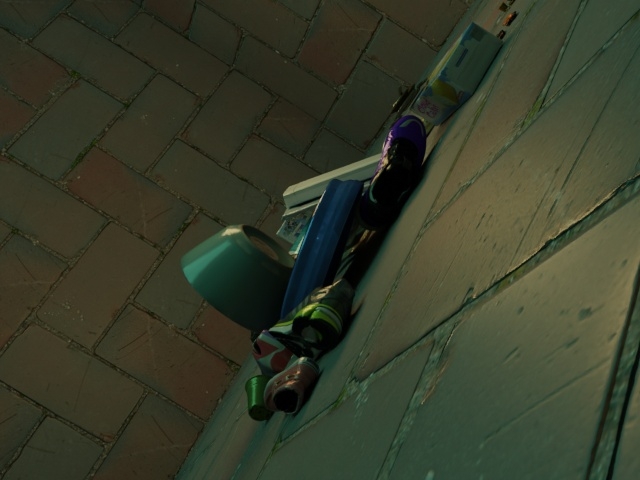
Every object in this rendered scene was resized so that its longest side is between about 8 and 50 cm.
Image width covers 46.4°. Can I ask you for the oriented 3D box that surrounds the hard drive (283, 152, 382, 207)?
[{"bbox_3d":[0.070,-0.187,2.184,0.353,0.047,0.233,-19,8,5],"label":"hard drive"}]

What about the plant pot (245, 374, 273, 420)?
[{"bbox_3d":[-0.130,0.355,1.655,0.083,0.083,0.079,-56,16,29],"label":"plant pot"}]

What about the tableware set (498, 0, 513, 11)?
[{"bbox_3d":[0.527,-0.682,1.993,0.154,0.024,0.104,-58,3,12],"label":"tableware set"}]

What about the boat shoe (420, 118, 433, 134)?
[{"bbox_3d":[0.292,-0.335,2.017,0.153,0.048,0.056,-58,3,1],"label":"boat shoe"}]

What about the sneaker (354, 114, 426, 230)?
[{"bbox_3d":[0.180,-0.163,1.667,0.146,0.102,0.293,131,163,-72],"label":"sneaker"}]

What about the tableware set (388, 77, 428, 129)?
[{"bbox_3d":[0.200,-0.344,1.816,0.128,0.039,0.194,-56,-2,22],"label":"tableware set"}]

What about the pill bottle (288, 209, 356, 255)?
[{"bbox_3d":[-0.008,0.032,2.205,0.264,0.146,0.146,-58,3,-19],"label":"pill bottle"}]

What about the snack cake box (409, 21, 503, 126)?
[{"bbox_3d":[0.316,-0.386,1.768,0.152,0.089,0.264,-59,3,-11],"label":"snack cake box"}]

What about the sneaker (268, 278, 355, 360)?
[{"bbox_3d":[-0.009,0.159,1.475,0.121,0.111,0.300,-52,8,-26],"label":"sneaker"}]

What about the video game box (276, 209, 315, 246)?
[{"bbox_3d":[-0.004,-0.040,2.332,0.187,0.205,0.048,-58,-4,-15],"label":"video game box"}]

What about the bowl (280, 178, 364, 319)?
[{"bbox_3d":[0.002,0.037,1.747,0.391,0.077,0.391,20,-90,-86],"label":"bowl"}]

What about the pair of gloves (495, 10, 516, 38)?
[{"bbox_3d":[0.434,-0.501,1.764,0.083,0.010,0.074,-60,4,1],"label":"pair of gloves"}]

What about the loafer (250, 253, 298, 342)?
[{"bbox_3d":[-0.087,0.170,2.100,0.366,0.130,0.133,122,157,-46],"label":"loafer"}]

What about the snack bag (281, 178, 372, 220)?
[{"bbox_3d":[0.053,-0.128,2.133,0.343,0.037,0.323,-19,9,4],"label":"snack bag"}]

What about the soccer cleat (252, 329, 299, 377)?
[{"bbox_3d":[-0.109,0.264,1.742,0.108,0.116,0.318,-59,3,-18],"label":"soccer cleat"}]

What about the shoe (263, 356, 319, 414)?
[{"bbox_3d":[-0.069,0.285,1.372,0.178,0.063,0.081,-49,3,43],"label":"shoe"}]

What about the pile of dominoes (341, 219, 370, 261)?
[{"bbox_3d":[0.107,-0.009,2.034,0.196,0.040,0.251,-59,11,-25],"label":"pile of dominoes"}]

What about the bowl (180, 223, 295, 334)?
[{"bbox_3d":[-0.174,0.076,1.859,0.163,0.311,0.311,-50,4,11],"label":"bowl"}]
